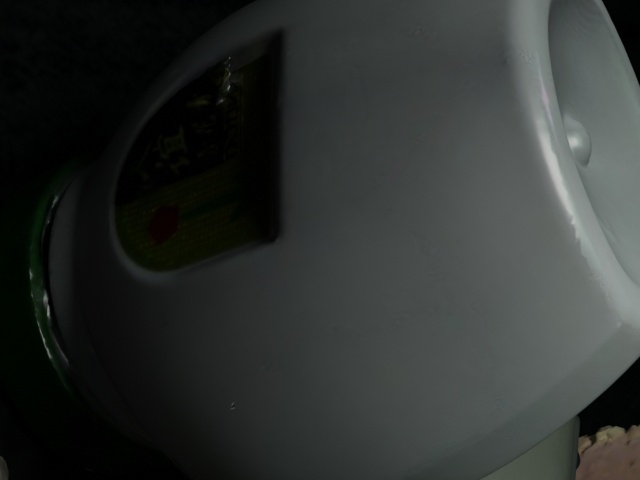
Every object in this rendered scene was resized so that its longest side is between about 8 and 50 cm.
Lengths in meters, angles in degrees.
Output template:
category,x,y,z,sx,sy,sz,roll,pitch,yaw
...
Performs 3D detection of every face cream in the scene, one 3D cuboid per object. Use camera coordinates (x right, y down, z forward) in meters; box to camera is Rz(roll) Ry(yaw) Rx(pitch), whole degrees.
category,x,y,z,sx,sy,sz,roll,pitch,yaw
face cream,0.000,0.000,0.620,0.219,0.357,0.313,29,50,-45

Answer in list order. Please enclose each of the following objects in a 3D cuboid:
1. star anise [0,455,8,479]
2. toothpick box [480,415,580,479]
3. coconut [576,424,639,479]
category,x,y,z,sx,sy,sz,roll,pitch,yaw
star anise,-0.195,0.115,0.465,0.198,0.110,0.257,48,-2,-2
toothpick box,0.086,0.168,0.780,0.229,0.229,0.316,47,39,-30
coconut,0.299,0.365,0.827,0.404,0.404,0.405,32,48,-43
